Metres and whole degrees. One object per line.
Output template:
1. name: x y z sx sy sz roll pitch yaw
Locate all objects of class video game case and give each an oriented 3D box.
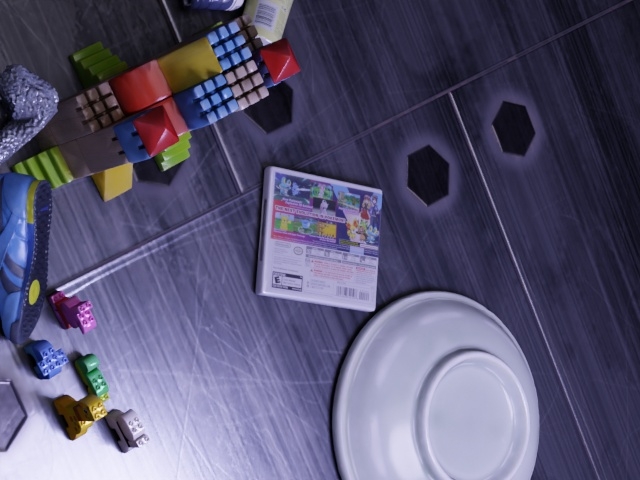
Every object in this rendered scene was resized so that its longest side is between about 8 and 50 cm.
1. video game case: 0.000 0.000 2.042 0.201 0.023 0.183 11 78 -34

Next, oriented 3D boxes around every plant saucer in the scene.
1. plant saucer: 0.203 0.270 2.110 0.401 0.100 0.400 5 81 -35

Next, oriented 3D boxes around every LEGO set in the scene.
1. LEGO set: -0.288 0.179 1.763 0.087 0.093 0.227 -32 104 -34

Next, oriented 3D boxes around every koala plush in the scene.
1. koala plush: -0.457 -0.160 1.619 0.221 0.196 0.203 49 59 -18

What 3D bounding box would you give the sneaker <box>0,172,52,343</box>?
1. sneaker: -0.381 0.021 1.744 0.069 0.082 0.209 -26 121 -79

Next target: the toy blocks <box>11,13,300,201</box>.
1. toy blocks: -0.179 -0.189 1.785 0.381 0.261 0.190 -33 104 -35

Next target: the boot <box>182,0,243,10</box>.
1. boot: -0.157 -0.410 1.946 0.086 0.069 0.190 -9 92 -40

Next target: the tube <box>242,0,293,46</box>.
1. tube: -0.063 -0.373 2.025 0.070 0.062 0.240 73 29 -64
